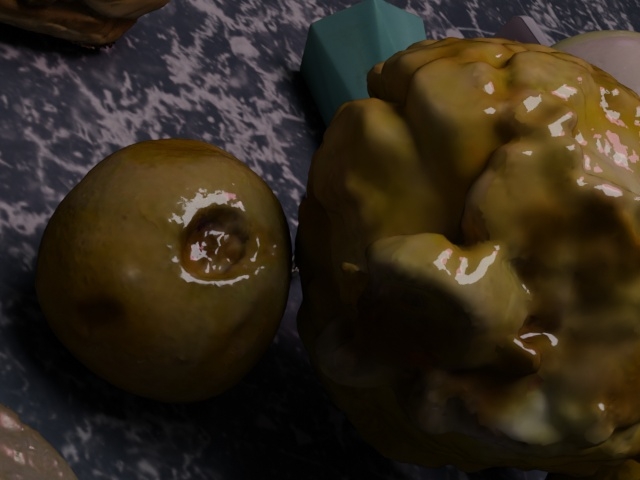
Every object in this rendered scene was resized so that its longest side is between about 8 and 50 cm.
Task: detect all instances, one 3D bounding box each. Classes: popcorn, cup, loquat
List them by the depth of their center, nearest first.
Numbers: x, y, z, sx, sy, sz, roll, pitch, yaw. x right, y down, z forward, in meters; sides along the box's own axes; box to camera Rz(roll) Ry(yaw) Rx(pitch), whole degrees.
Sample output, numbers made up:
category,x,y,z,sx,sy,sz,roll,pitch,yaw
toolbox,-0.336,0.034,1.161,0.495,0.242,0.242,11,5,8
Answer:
category,x,y,z,sx,sy,sz,roll,pitch,yaw
loquat,-0.125,0.019,1.365,0.213,0.213,0.213,31,34,-24
popcorn,0.151,0.013,1.388,0.344,0.390,0.354,-2,77,-1
cup,0.076,-0.127,1.845,0.134,0.148,0.236,50,17,-55

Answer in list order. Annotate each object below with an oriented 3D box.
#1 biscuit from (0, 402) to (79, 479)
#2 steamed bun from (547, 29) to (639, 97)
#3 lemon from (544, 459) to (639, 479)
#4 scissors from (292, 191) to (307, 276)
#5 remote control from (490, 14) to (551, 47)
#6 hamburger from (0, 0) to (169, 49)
category,x,y,z,sx,sy,sz,roll,pitch,yaw
biscuit,-0.280,0.148,1.185,0.250,0.032,0.133,-4,58,-52
steamed bun,0.351,-0.111,1.973,0.309,0.309,0.309,31,34,-24
lemon,0.317,0.284,1.506,0.297,0.297,0.297,31,34,-24
scissors,0.000,0.000,1.708,0.085,0.022,0.176,46,28,-4
remote control,0.290,-0.163,2.174,0.034,0.103,0.250,-9,59,-51
hamburger,-0.266,-0.333,1.637,0.284,0.174,0.304,13,50,-60
